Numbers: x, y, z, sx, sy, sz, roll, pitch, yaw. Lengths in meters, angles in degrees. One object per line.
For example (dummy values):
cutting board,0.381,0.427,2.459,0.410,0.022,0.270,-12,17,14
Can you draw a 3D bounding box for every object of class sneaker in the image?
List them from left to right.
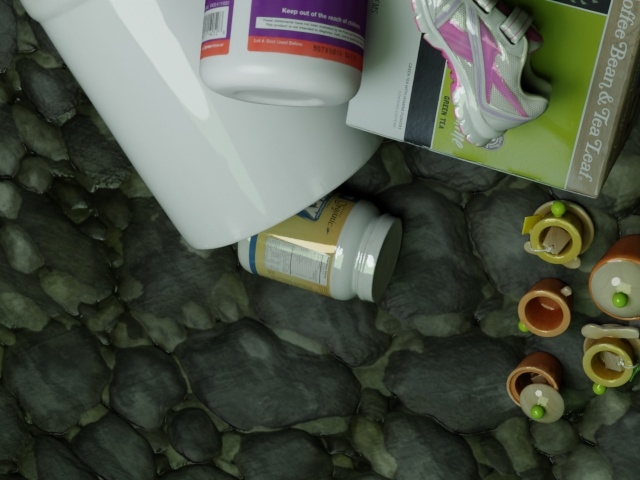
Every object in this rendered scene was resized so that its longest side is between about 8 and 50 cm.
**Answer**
sneaker,0.178,-0.228,1.538,0.111,0.103,0.252,-13,118,26

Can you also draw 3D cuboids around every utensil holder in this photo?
utensil holder,-0.138,-0.227,1.814,0.328,0.327,0.385,-20,109,32

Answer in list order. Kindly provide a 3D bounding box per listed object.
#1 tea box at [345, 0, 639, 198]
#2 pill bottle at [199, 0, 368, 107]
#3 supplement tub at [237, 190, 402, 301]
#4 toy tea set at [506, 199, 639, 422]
tea box,0.233,-0.273,1.677,0.324,0.220,0.329,19,124,15
pill bottle,-0.033,-0.317,1.588,0.182,0.181,0.322,4,87,23
supplement tub,0.000,0.000,1.988,0.200,0.144,0.144,16,123,15
toy tea set,0.343,0.118,1.908,0.200,0.124,0.336,15,123,17
